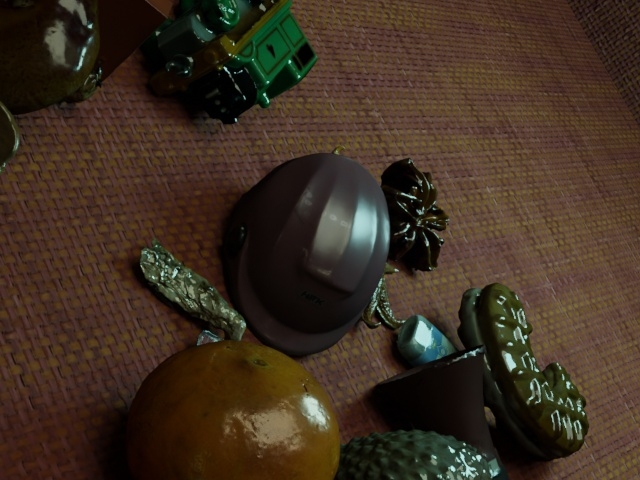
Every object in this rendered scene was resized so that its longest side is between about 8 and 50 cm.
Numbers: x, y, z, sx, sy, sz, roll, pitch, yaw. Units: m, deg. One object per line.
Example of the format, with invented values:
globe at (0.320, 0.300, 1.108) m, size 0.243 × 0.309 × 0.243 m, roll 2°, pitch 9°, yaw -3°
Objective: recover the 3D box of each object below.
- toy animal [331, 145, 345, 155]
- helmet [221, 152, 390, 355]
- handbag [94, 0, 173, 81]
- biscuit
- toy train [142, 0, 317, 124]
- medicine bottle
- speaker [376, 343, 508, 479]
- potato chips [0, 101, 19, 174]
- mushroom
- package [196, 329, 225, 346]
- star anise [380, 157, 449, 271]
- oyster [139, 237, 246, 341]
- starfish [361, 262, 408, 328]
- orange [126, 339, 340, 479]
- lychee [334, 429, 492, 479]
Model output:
toy animal at (0.044, -0.127, 2.276) m, size 0.083 × 0.060 × 0.081 m, roll 32°, pitch 75°, yaw -24°
helmet at (0.000, 0.000, 1.965) m, size 0.271 × 0.197 × 0.338 m, roll 30°, pitch 46°, yaw -21°
handbag at (-0.338, -0.341, 1.882) m, size 0.127 × 0.190 × 0.063 m, roll 37°, pitch 36°, yaw -23°
biscuit at (0.380, 0.267, 2.242) m, size 0.366 × 0.115 × 0.268 m, roll 51°, pitch 27°, yaw -21°
toy train at (-0.150, -0.341, 2.141) m, size 0.249 × 0.178 × 0.429 m, roll 57°, pitch 32°, yaw -17°
medicine bottle at (0.222, 0.225, 2.188) m, size 0.208 × 0.053 × 0.090 m, roll 43°, pitch 46°, yaw -24°
speaker at (0.217, 0.351, 1.978) m, size 0.259 × 0.198 × 0.330 m, roll 4°, pitch 65°, yaw -64°
potato chips at (-0.508, -0.142, 1.595) m, size 0.208 × 0.062 × 0.195 m, roll -10°, pitch 84°, yaw -30°
mushroom at (-0.435, -0.280, 1.730) m, size 0.267 × 0.255 × 0.267 m, roll 3°, pitch 35°, yaw -2°
package at (-0.098, 0.243, 1.811) m, size 0.239 × 0.030 × 0.154 m, roll 29°, pitch 43°, yaw -33°
star anise at (0.158, -0.042, 2.295) m, size 0.190 × 0.125 × 0.220 m, roll -54°, pitch 133°, yaw -55°
oyster at (-0.192, 0.069, 1.821) m, size 0.200 × 0.061 × 0.106 m, roll 36°, pitch 37°, yaw -26°
starfish at (0.089, 0.069, 2.167) m, size 0.213 × 0.057 × 0.238 m, roll 60°, pitch 34°, yaw -4°
orange at (-0.111, 0.256, 1.575) m, size 0.283 × 0.226 × 0.284 m, roll 12°, pitch 22°, yaw -5°
lychee at (0.125, 0.385, 1.762) m, size 0.274 × 0.255 × 0.255 m, roll 28°, pitch 27°, yaw 22°
